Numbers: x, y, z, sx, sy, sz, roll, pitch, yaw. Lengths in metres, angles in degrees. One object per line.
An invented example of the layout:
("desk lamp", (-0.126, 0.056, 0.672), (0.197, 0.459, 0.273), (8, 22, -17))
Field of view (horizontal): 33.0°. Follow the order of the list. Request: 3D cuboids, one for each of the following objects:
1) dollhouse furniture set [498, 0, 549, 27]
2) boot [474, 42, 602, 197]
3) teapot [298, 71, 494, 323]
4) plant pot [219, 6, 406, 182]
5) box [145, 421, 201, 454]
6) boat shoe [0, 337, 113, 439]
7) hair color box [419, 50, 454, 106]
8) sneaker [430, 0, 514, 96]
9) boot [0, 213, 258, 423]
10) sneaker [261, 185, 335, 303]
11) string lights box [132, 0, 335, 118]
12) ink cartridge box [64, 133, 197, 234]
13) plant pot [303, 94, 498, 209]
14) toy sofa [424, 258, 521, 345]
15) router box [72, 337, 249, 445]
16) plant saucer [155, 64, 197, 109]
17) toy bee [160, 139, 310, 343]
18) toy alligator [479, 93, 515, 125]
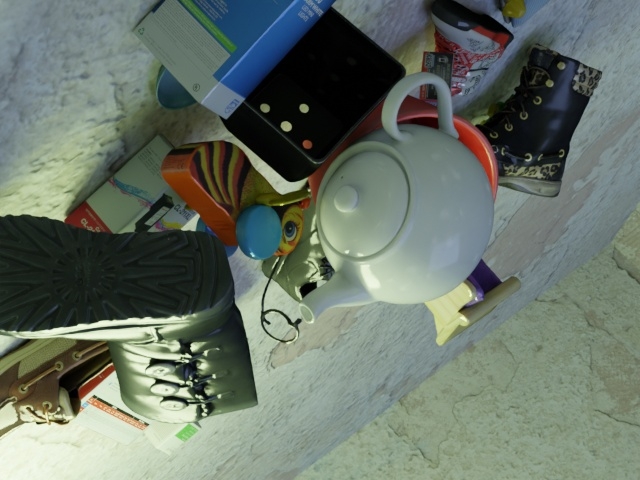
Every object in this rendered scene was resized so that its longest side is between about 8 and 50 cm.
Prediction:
("dollhouse furniture set", (0.446, -0.422, 1.831), (0.303, 0.198, 0.286), (-43, 160, 0))
("boot", (0.381, -0.250, 2.127), (0.377, 0.138, 0.284), (13, 107, -33))
("teapot", (0.086, -0.046, 1.375), (0.252, 0.256, 0.187), (-25, 156, 32))
("plant pot", (-0.033, -0.186, 1.421), (0.187, 0.188, 0.167), (-48, 176, -23))
("box", (-0.303, 0.350, 2.115), (0.087, 0.102, 0.101), (-39, 161, -7))
("boat shoe", (-0.410, 0.222, 1.622), (0.342, 0.123, 0.123), (-41, 160, -7))
("hair color box", (0.188, -0.227, 1.782), (0.167, 0.053, 0.093), (85, 11, -66))
("sneaker", (0.225, -0.311, 1.796), (0.145, 0.090, 0.270), (-53, 160, 20))
("boot", (-0.274, 0.124, 1.446), (0.445, 0.367, 0.146), (88, 7, -68))
("sneaker", (0.000, 0.000, 1.943), (0.109, 0.130, 0.286), (-22, 151, -40))
("string lights box", (-0.074, -0.281, 1.226), (0.260, 0.133, 0.077), (-46, 159, 8))
("ink cartridge box", (-0.242, -0.046, 1.474), (0.175, 0.072, 0.127), (-43, 160, -1))
("plant pot", (0.098, -0.110, 1.646), (0.275, 0.243, 0.275), (-8, 118, -15))
("toy sofa", (0.188, -0.012, 1.934), (0.150, 0.362, 0.177), (-29, 161, -33))
("router box", (-0.294, 0.205, 1.870), (0.301, 0.082, 0.335), (-41, 160, -7))
("plant saucer", (-0.163, -0.216, 1.355), (0.119, 0.021, 0.119), (-36, 159, -16))
("toy bee", (-0.091, -0.033, 1.429), (0.162, 0.195, 0.298), (-56, 150, -35))
("toy alligator", (0.354, -0.226, 2.254), (0.190, 0.056, 0.051), (-63, -163, 20))
